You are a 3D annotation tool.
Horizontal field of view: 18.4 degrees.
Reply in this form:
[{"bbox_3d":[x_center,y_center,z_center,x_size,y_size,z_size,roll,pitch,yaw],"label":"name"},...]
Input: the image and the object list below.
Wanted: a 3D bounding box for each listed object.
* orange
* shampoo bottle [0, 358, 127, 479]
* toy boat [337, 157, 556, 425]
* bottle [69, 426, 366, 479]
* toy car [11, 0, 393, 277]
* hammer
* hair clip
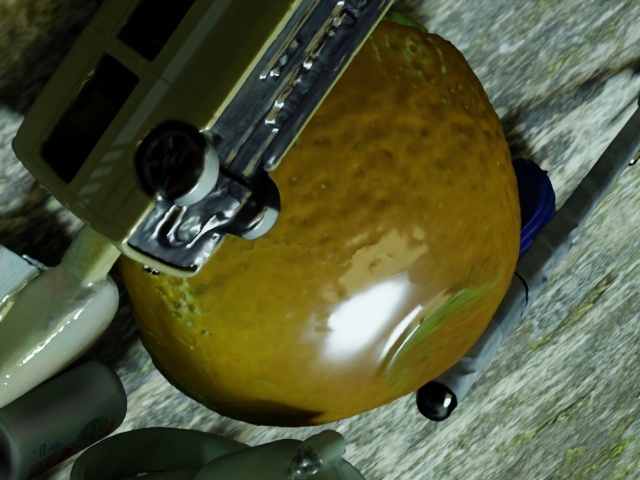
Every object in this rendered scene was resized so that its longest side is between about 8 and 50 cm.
[{"bbox_3d":[0.004,0.008,1.255,0.263,0.196,0.334,-23,159,-11],"label":"orange"},{"bbox_3d":[-0.170,0.117,1.294,0.099,0.043,0.072,-27,156,-31],"label":"shampoo bottle"},{"bbox_3d":[0.104,0.043,1.567,0.219,0.072,0.318,-40,163,-17],"label":"toy boat"},{"bbox_3d":[-0.097,0.232,1.267,0.352,0.229,0.229,-26,165,29],"label":"bottle"},{"bbox_3d":[-0.044,-0.110,1.026,0.256,0.124,0.101,-55,155,3],"label":"toy car"},{"bbox_3d":[0.183,-0.020,1.458,0.427,0.044,0.152,-47,159,-40],"label":"hammer"},{"bbox_3d":[-0.168,0.027,1.124,0.159,0.071,0.218,-40,160,1],"label":"hair clip"}]
